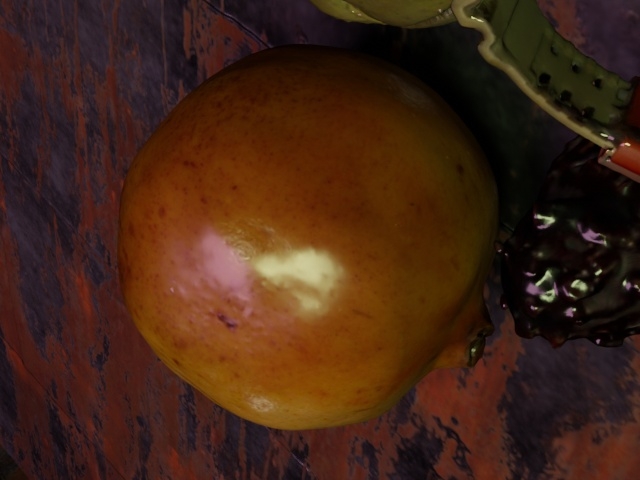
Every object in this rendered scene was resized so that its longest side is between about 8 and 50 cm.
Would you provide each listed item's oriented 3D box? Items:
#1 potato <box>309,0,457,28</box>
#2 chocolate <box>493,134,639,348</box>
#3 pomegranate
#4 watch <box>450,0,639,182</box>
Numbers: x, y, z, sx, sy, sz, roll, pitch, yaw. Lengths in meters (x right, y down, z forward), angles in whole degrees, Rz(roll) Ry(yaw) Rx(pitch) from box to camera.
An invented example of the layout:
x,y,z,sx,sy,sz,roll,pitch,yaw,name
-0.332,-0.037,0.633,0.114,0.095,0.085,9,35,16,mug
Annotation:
x,y,z,sx,sy,sz,roll,pitch,yaw,name
0.056,-0.203,0.615,0.169,0.143,0.248,62,150,4,potato
0.164,0.013,0.665,0.156,0.133,0.156,39,146,32,chocolate
0.000,0.000,0.774,0.264,0.264,0.264,36,143,33,pomegranate
0.177,-0.087,0.507,0.268,0.102,0.165,41,144,-22,watch
